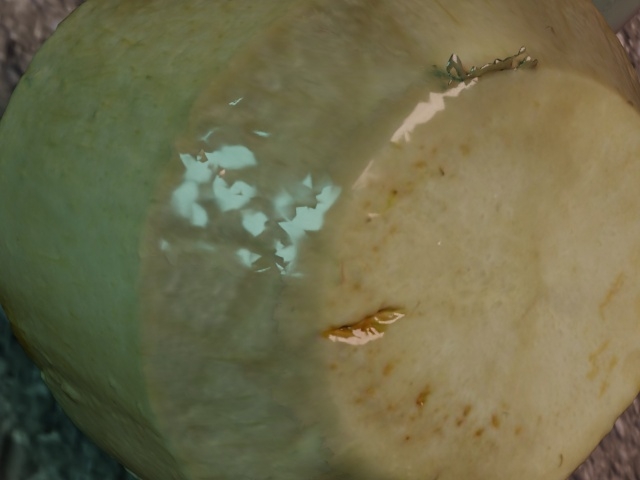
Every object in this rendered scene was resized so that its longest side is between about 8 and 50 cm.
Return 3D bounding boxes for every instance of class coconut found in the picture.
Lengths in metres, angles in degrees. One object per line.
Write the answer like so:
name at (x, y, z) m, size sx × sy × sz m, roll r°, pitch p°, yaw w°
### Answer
coconut at (0.000, 0.000, 0.737) m, size 0.323 × 0.323 × 0.323 m, roll 23°, pitch 55°, yaw -38°

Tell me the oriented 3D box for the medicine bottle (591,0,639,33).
medicine bottle at (0.050, -0.264, 0.933) m, size 0.325 × 0.256 × 0.256 m, roll 28°, pitch 52°, yaw -24°
